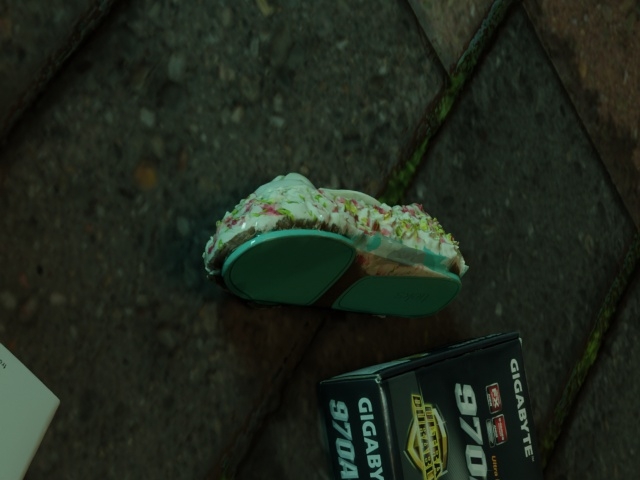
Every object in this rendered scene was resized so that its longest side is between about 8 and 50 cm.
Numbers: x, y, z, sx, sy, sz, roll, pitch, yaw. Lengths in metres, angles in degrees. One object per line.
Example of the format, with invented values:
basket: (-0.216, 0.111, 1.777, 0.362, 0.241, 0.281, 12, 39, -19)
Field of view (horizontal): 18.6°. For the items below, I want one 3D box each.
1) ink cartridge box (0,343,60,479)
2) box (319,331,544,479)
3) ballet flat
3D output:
ink cartridge box: (-0.223, 0.107, 0.826, 0.127, 0.128, 0.176, 51, 48, -35)
box: (0.084, 0.181, 1.278, 0.175, 0.051, 0.220, -10, 91, -53)
ballet flat: (0.000, 0.000, 1.194, 0.241, 0.091, 0.077, 16, 41, -55)
